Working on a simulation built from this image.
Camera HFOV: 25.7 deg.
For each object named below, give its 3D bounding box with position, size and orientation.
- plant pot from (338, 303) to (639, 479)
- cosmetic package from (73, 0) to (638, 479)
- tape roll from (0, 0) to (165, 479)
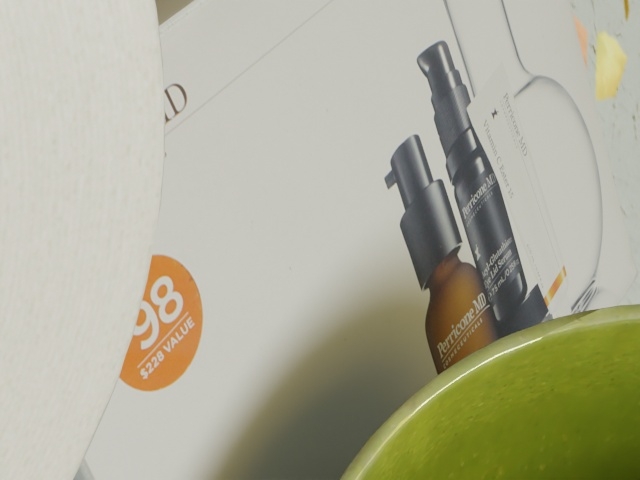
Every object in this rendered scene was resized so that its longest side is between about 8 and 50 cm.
[{"bbox_3d":[0.120,0.214,0.540,0.293,0.275,0.275,93,20,-57],"label":"plant pot"},{"bbox_3d":[0.000,0.000,0.608,0.377,0.097,0.284,-46,124,-41],"label":"cosmetic package"},{"bbox_3d":[-0.217,-0.004,0.268,0.392,0.072,0.392,-17,122,-29],"label":"tape roll"}]
